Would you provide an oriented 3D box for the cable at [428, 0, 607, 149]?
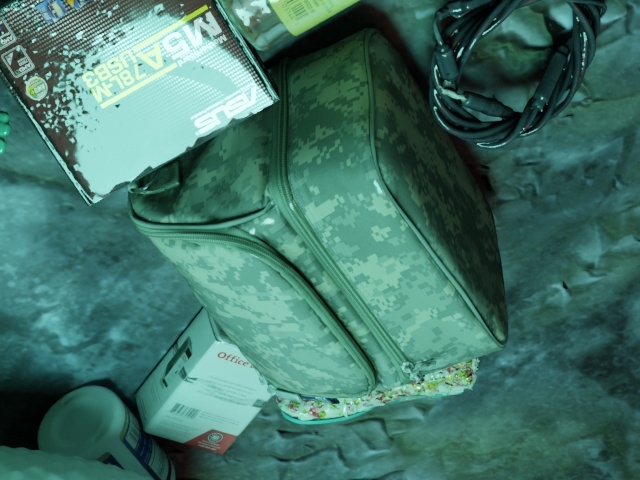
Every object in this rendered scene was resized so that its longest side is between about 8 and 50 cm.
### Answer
[{"bbox_3d":[0.181,-0.162,1.611,0.184,0.047,0.150,-23,118,-20],"label":"cable"}]

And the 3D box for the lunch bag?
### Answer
[{"bbox_3d":[0.000,0.000,1.628,0.256,0.212,0.305,-19,135,20],"label":"lunch bag"}]

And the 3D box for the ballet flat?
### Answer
[{"bbox_3d":[0.059,0.123,1.816,0.241,0.091,0.077,-8,120,-38],"label":"ballet flat"}]

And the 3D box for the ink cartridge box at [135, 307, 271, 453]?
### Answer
[{"bbox_3d":[-0.105,0.138,1.804,0.099,0.056,0.135,21,120,-34],"label":"ink cartridge box"}]

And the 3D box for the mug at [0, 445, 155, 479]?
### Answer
[{"bbox_3d":[-0.255,0.378,1.665,0.328,0.276,0.374,6,86,-6],"label":"mug"}]

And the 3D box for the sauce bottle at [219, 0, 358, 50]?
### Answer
[{"bbox_3d":[0.073,-0.276,1.463,0.344,0.111,0.111,-27,133,8],"label":"sauce bottle"}]

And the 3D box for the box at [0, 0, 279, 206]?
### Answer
[{"bbox_3d":[-0.160,-0.150,1.504,0.191,0.045,0.184,-28,110,7],"label":"box"}]

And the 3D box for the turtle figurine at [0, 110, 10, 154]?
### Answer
[{"bbox_3d":[-0.368,-0.082,1.438,0.234,0.118,0.175,14,129,-47],"label":"turtle figurine"}]

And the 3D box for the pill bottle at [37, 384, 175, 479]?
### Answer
[{"bbox_3d":[-0.203,0.229,1.824,0.094,0.094,0.169,-27,132,6],"label":"pill bottle"}]
